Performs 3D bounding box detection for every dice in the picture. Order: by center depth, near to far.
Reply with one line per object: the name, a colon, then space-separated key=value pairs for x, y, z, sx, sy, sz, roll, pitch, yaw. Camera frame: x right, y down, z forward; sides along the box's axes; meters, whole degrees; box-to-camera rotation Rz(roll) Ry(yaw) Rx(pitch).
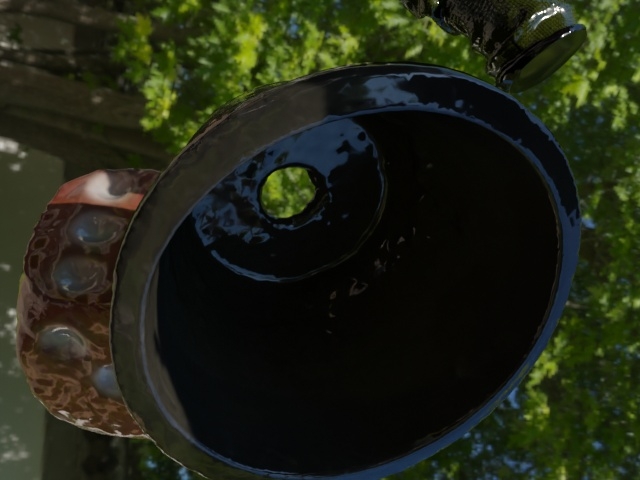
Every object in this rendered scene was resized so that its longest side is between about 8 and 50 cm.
dice: x=-0.147 y=0.052 z=0.698 sx=0.175 sy=0.174 sz=0.179 roll=-81 pitch=177 yaw=-49

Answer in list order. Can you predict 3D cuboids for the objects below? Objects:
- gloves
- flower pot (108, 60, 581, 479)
gloves: x=0.084 y=-0.217 z=0.585 sx=0.268 sy=0.135 sz=0.107 roll=49 pitch=-30 yaw=28
flower pot: x=0.000 y=0.000 z=0.492 sx=0.269 sy=0.269 sz=0.166 roll=-68 pitch=-152 yaw=23
